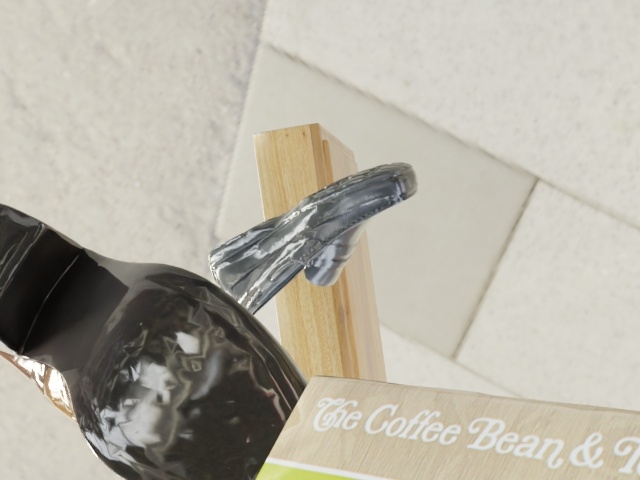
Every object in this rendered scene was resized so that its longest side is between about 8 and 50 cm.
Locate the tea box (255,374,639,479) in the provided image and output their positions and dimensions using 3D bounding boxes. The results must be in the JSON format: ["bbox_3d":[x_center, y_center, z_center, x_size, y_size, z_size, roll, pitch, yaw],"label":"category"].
[{"bbox_3d":[0.095,0.263,0.418,0.220,0.323,0.329,1,144,50],"label":"tea box"}]

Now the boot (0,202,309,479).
[{"bbox_3d":[-0.055,0.105,0.754,0.264,0.096,0.280,19,164,32],"label":"boot"}]

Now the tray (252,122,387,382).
[{"bbox_3d":[0.015,0.101,1.435,0.076,0.203,0.411,-10,84,10],"label":"tray"}]

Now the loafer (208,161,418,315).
[{"bbox_3d":[0.000,0.000,1.232,0.223,0.076,0.078,-28,91,32],"label":"loafer"}]
